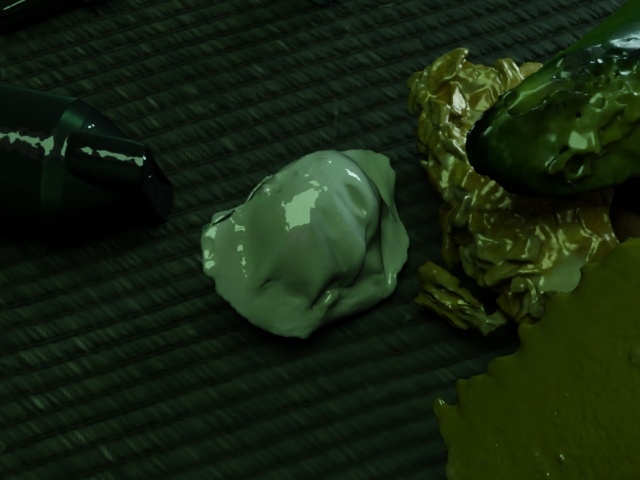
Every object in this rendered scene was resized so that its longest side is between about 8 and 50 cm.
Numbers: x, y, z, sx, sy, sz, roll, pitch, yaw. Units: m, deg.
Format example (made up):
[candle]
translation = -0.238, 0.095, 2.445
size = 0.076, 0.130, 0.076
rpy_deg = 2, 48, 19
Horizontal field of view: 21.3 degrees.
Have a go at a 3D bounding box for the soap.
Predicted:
[soap]
translation = 0.216, 0.069, 1.051
size = 0.338, 0.304, 0.169
rpy_deg = -26, 61, -7

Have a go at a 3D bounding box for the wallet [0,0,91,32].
[wallet]
translation = -0.265, -0.292, 1.527
size = 0.149, 0.044, 0.250
rpy_deg = -22, 59, -4

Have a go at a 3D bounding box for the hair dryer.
[hair dryer]
translation = -0.265, 0.012, 1.289
size = 0.244, 0.116, 0.302
rpy_deg = 11, 59, 13

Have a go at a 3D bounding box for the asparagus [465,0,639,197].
[asparagus]
translation = 0.247, -0.125, 1.263
size = 0.128, 0.108, 0.382
rpy_deg = 32, 40, 18

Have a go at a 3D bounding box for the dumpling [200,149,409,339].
[dumpling]
translation = 0.000, 0.000, 1.287
size = 0.188, 0.108, 0.127
rpy_deg = -32, 82, -33

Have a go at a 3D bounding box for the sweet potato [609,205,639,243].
[sweet potato]
translation = 0.271, 0.049, 1.253
size = 0.202, 0.055, 0.058
rpy_deg = 48, 110, 25

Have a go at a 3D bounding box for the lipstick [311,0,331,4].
[lipstick]
translation = 0.038, -0.272, 1.480
size = 0.048, 0.048, 0.158
rpy_deg = 31, 66, 22

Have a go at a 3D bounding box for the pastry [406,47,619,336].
[pastry]
translation = 0.139, -0.029, 1.282
size = 0.154, 0.102, 0.250
rpy_deg = -7, 56, -6
